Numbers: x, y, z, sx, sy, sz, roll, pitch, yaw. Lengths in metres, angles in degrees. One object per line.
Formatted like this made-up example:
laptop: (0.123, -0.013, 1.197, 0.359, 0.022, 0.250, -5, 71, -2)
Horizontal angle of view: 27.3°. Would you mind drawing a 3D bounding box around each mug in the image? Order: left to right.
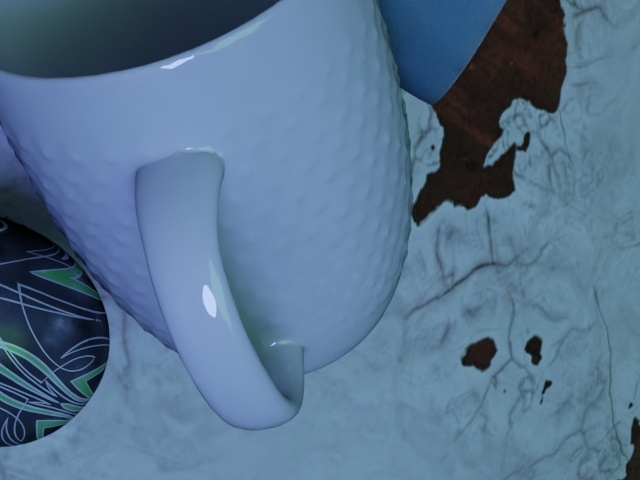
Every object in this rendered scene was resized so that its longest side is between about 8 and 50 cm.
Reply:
mug: (-0.066, -0.035, 0.936, 0.276, 0.374, 0.328, -14, 129, 8)

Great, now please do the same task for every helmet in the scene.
helmet: (-0.231, 0.065, 0.929, 0.169, 0.161, 0.169, -8, 110, -23)

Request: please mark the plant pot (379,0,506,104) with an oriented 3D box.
plant pot: (0.067, -0.281, 1.058, 0.195, 0.290, 0.290, 25, 84, -5)
